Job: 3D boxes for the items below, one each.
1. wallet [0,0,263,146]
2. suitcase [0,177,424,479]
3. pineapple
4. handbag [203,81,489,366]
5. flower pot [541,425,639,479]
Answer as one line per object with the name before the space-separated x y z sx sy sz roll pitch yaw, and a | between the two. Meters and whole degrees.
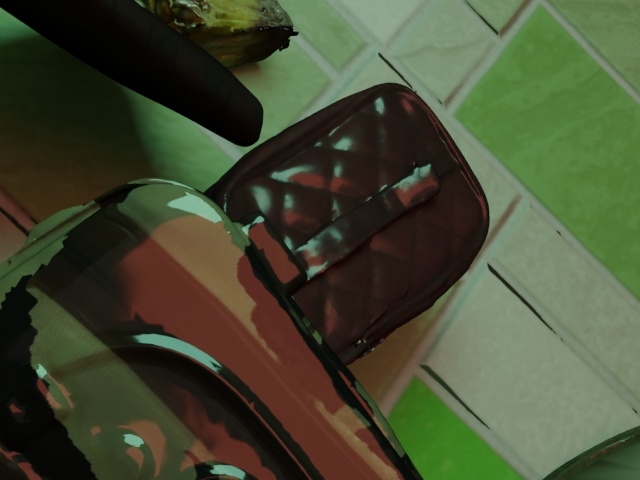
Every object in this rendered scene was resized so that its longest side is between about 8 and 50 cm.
wallet | -0.144 -0.138 0.696 0.182 0.229 0.049 32 90 28
suitcase | -0.104 0.181 0.601 0.339 0.194 0.352 -37 89 -10
pineapple | -0.071 -0.173 0.863 0.116 0.069 0.137 28 55 -17
handbag | 0.000 0.000 0.787 0.225 0.135 0.146 -33 92 -38
flower pot | 0.275 0.238 0.811 0.212 0.212 0.203 -25 90 -37
